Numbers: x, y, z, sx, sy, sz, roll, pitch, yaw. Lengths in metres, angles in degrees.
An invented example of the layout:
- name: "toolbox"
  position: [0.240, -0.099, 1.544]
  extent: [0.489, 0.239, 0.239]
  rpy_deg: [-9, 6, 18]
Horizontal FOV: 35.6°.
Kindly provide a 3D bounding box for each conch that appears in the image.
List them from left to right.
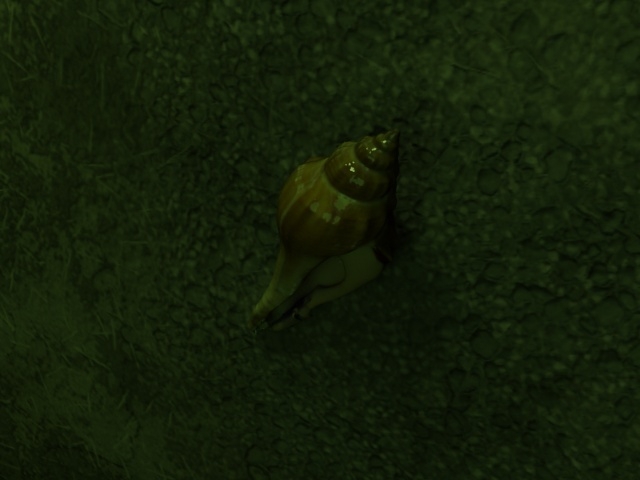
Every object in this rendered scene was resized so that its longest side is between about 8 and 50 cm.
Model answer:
- name: "conch"
  position: [-0.001, -0.005, 0.892]
  extent: [0.330, 0.109, 0.093]
  rpy_deg: [130, 139, -56]
